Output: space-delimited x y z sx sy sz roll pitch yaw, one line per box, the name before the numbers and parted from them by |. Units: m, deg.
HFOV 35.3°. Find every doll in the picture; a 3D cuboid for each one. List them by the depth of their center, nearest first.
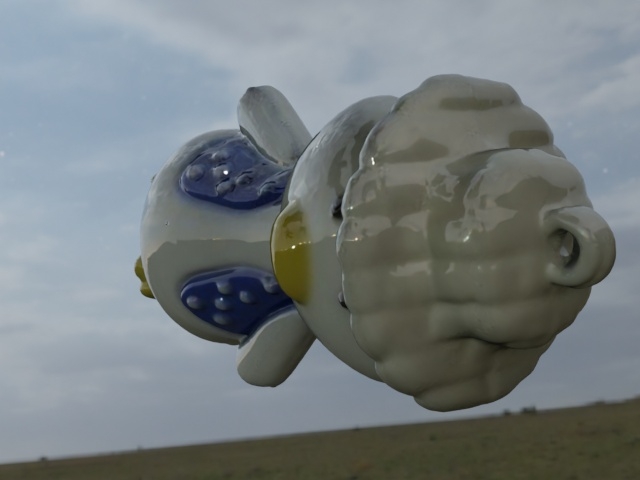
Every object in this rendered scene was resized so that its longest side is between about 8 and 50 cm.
doll | 0.000 0.000 0.427 0.119 0.138 0.293 3 0 -37
